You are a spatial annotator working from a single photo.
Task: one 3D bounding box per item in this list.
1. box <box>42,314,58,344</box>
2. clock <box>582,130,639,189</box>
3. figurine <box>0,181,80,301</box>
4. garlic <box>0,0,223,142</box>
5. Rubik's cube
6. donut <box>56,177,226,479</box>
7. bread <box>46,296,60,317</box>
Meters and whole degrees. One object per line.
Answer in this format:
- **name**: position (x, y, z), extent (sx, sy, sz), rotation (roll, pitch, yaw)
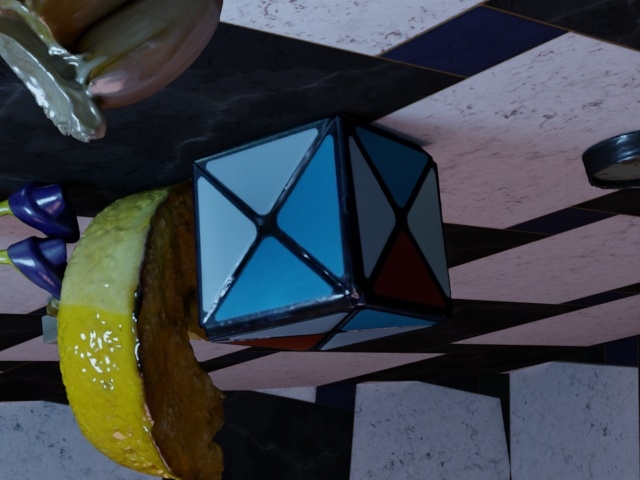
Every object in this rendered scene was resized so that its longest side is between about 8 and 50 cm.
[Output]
- **box**: position (-0.433, 0.162, 2.510), extent (0.201, 0.058, 0.141), rotation (-17, 163, 34)
- **clock**: position (0.470, -0.116, 1.830), extent (0.184, 0.040, 0.184), rotation (-6, 167, -1)
- **figurine**: position (-0.522, 0.023, 1.674), extent (0.420, 0.154, 0.193), rotation (-12, 161, 16)
- **garlic**: position (-0.181, -0.196, 0.918), extent (0.214, 0.191, 0.160), rotation (46, 159, -19)
- **Rubik's cube**: position (0.000, 0.000, 1.638), extent (0.246, 0.248, 0.250), rotation (-16, 163, 32)
- **donut**: position (-0.213, 0.098, 1.731), extent (0.163, 0.435, 0.378), rotation (-1, 129, 21)
- **bread**: position (-0.483, 0.123, 2.375), extent (0.049, 0.034, 0.088), rotation (-8, 168, -25)
